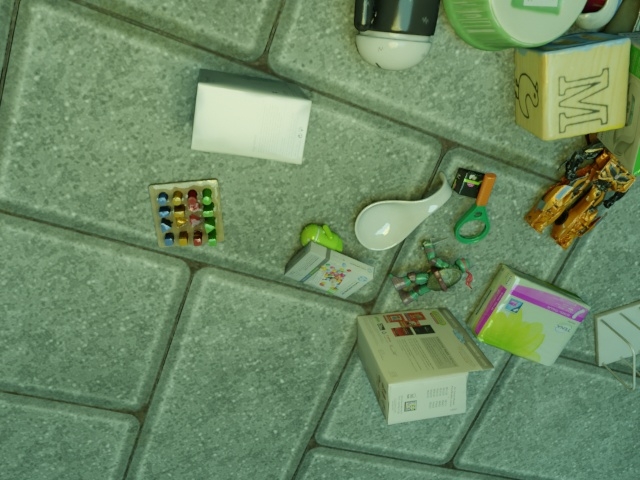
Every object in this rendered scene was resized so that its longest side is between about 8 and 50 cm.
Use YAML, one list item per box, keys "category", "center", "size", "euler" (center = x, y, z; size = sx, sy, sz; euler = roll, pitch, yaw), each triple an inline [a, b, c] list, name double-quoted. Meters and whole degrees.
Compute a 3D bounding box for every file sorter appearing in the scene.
- category: "file sorter"
  center: [1.011, 0.306, 1.689]
  size: [0.278, 0.173, 0.192]
  euler: [-17, 116, -4]

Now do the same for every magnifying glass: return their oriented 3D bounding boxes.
- category: "magnifying glass"
  center: [0.407, -0.078, 1.441]
  size: [0.092, 0.026, 0.230]
  euler: [0, 137, -6]

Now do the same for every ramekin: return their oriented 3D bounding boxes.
- category: "ramekin"
  center: [0.425, -0.556, 1.184]
  size: [0.304, 0.148, 0.303]
  euler: [-8, 114, -18]

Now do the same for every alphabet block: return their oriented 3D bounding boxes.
- category: "alphabet block"
  center: [0.575, -0.361, 1.293]
  size: [0.194, 0.192, 0.197]
  euler: [-9, 114, 3]

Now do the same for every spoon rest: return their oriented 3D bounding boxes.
- category: "spoon rest"
  center: [0.214, -0.073, 1.416]
  size: [0.276, 0.084, 0.137]
  euler: [-32, 115, 3]

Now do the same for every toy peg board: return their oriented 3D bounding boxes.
- category: "toy peg board"
  center: [-0.315, -0.054, 1.322]
  size: [0.161, 0.079, 0.161]
  euler: [-6, 114, -9]

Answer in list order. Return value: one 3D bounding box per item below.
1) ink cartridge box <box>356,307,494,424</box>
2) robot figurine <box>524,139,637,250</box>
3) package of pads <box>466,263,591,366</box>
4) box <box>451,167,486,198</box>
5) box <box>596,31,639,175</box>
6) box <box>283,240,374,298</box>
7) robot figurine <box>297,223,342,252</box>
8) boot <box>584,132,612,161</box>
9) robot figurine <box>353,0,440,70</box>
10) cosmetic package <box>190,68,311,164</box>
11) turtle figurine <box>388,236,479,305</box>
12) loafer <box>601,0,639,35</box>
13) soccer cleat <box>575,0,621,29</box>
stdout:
- category: "ink cartridge box"
  center: [0.262, 0.315, 1.468]
  size: [0.272, 0.309, 0.129]
  euler: [-6, 114, -8]
- category: "robot figurine"
  center: [0.698, -0.119, 1.472]
  size: [0.211, 0.085, 0.291]
  euler: [28, 117, -21]
- category: "package of pads"
  center: [0.597, 0.225, 1.611]
  size: [0.297, 0.101, 0.229]
  euler: [21, 107, -18]
- category: "box"
  center: [0.392, -0.145, 1.436]
  size: [0.083, 0.052, 0.062]
  euler: [10, 110, -17]
- category: "box"
  center: [0.748, -0.314, 1.256]
  size: [0.127, 0.231, 0.261]
  euler: [-2, 123, 5]
- category: "box"
  center: [0.021, 0.079, 1.428]
  size: [0.186, 0.038, 0.145]
  euler: [22, 143, -21]
- category: "robot figurine"
  center: [0.000, 0.000, 1.413]
  size: [0.115, 0.067, 0.101]
  euler: [25, 136, -21]
- category: "boot"
  center: [0.851, -0.274, 1.450]
  size: [0.281, 0.096, 0.264]
  euler: [-34, 122, 8]
- category: "robot figurine"
  center: [0.162, -0.502, 1.173]
  size: [0.209, 0.173, 0.278]
  euler: [2, 112, -9]
- category: "cosmetic package"
  center: [-0.153, -0.268, 1.180]
  size: [0.225, 0.224, 0.138]
  euler: [4, 113, -13]
- category: "turtle figurine"
  center: [0.310, 0.085, 1.491]
  size: [0.234, 0.118, 0.175]
  euler: [-26, 116, 7]
- category: "loafer"
  center: [0.715, -0.483, 1.329]
  size: [0.088, 0.094, 0.251]
  euler: [-4, 114, -14]
- category: "soccer cleat"
  center: [0.644, -0.632, 1.215]
  size: [0.143, 0.116, 0.331]
  euler: [-12, 122, -46]
